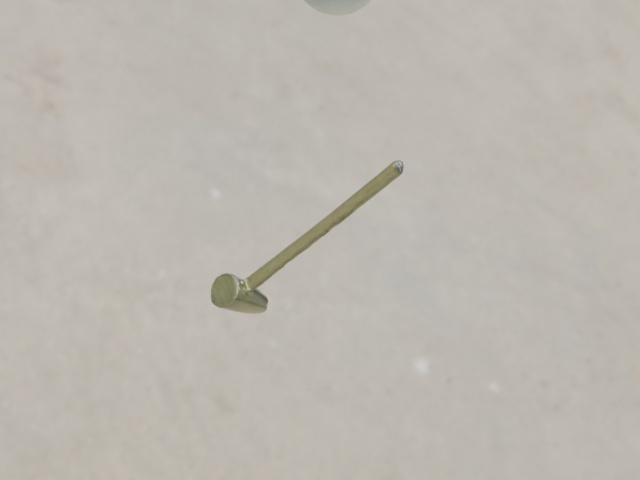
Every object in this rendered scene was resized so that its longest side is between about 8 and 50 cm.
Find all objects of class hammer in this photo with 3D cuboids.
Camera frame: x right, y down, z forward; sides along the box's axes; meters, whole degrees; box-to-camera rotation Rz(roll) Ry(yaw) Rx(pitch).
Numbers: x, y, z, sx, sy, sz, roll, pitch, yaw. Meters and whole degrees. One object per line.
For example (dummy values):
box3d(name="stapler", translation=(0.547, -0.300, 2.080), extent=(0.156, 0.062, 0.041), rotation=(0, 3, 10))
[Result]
box3d(name="hammer", translation=(0.000, 0.000, 1.430), extent=(0.060, 0.195, 0.028), rotation=(19, 42, -50))

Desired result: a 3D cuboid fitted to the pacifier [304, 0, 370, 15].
box3d(name="pacifier", translation=(0.058, -0.343, 1.885), extent=(0.343, 0.269, 0.288), rotation=(33, 31, 2))
